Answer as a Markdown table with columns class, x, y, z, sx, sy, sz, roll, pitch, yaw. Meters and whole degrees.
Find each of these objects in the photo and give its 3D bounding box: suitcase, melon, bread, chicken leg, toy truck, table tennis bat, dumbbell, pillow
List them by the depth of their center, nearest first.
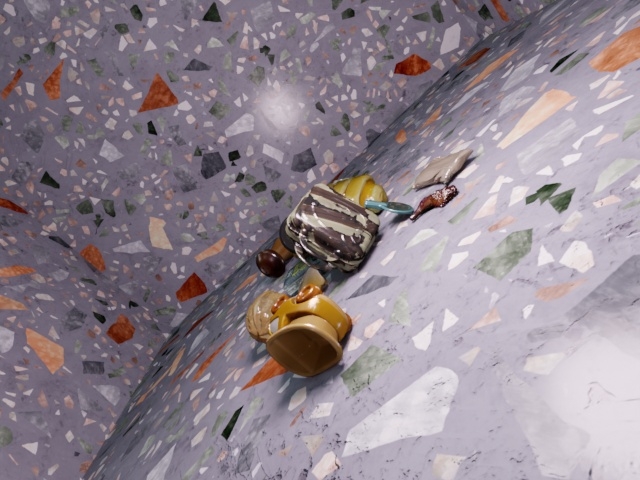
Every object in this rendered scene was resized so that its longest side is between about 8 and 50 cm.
| class | x | y | z | sx | sy | sz | roll | pitch | yaw |
| --- | --- | --- | --- | --- | --- | --- | --- | --- | --- |
| toy truck | -0.039 | 0.273 | 1.233 | 0.288 | 0.204 | 0.211 | -32 | 21 | 37 |
| chicken leg | 0.417 | -0.142 | 1.493 | 0.205 | 0.053 | 0.093 | -36 | 30 | 46 |
| suitcase | 0.032 | -0.027 | 1.628 | 0.339 | 0.352 | 0.194 | -56 | -6 | -37 |
| table tennis bat | 0.278 | -0.137 | 1.639 | 0.124 | 0.201 | 0.033 | -67 | -15 | -67 |
| pillow | 0.495 | -0.290 | 1.656 | 0.173 | 0.067 | 0.270 | -51 | 14 | -8 |
| melon | -0.016 | 0.190 | 1.718 | 0.139 | 0.093 | 0.202 | -19 | -42 | -52 |
| bread | 0.155 | -0.209 | 1.983 | 0.341 | 0.210 | 0.300 | -5 | 20 | 47 |
| dumbbell | -0.080 | -0.030 | 2.079 | 0.204 | 0.204 | 0.322 | -43 | -6 | 5 |

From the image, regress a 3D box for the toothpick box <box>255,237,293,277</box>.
| class | x | y | z | sx | sy | sz | roll | pitch | yaw |
| --- | --- | --- | --- | --- | --- | --- | --- | --- | --- |
| toothpick box | -0.266 | 0.099 | 2.474 | 0.192 | 0.192 | 0.294 | -34 | 10 | 37 |

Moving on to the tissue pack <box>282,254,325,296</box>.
| class | x | y | z | sx | sy | sz | roll | pitch | yaw |
| --- | --- | --- | --- | --- | --- | --- | --- | --- | --- |
| tissue pack | -0.061 | 0.141 | 1.951 | 0.257 | 0.081 | 0.185 | -38 | 14 | 22 |

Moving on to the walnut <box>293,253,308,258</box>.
| class | x | y | z | sx | sy | sz | roll | pitch | yaw |
| --- | --- | --- | --- | --- | --- | --- | --- | --- | --- |
| walnut | -0.108 | 0.051 | 2.320 | 0.124 | 0.105 | 0.105 | -47 | 14 | -7 |

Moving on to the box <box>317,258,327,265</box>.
| class | x | y | z | sx | sy | sz | roll | pitch | yaw |
| --- | --- | --- | --- | --- | --- | --- | --- | --- | --- |
| box | 0.000 | 0.000 | 1.796 | 0.079 | 0.269 | 0.135 | -35 | 14 | 45 |

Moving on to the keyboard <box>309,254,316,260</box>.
| class | x | y | z | sx | sy | sz | roll | pitch | yaw |
| --- | --- | --- | --- | --- | --- | --- | --- | --- | --- |
| keyboard | -0.051 | 0.001 | 1.874 | 0.064 | 0.198 | 0.010 | -29 | -25 | 4 |

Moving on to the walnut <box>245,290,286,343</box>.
| class | x | y | z | sx | sy | sz | roll | pitch | yaw |
| --- | --- | --- | --- | --- | --- | --- | --- | --- | --- |
| walnut | -0.205 | 0.310 | 1.641 | 0.198 | 0.198 | 0.245 | -34 | 20 | 36 |
